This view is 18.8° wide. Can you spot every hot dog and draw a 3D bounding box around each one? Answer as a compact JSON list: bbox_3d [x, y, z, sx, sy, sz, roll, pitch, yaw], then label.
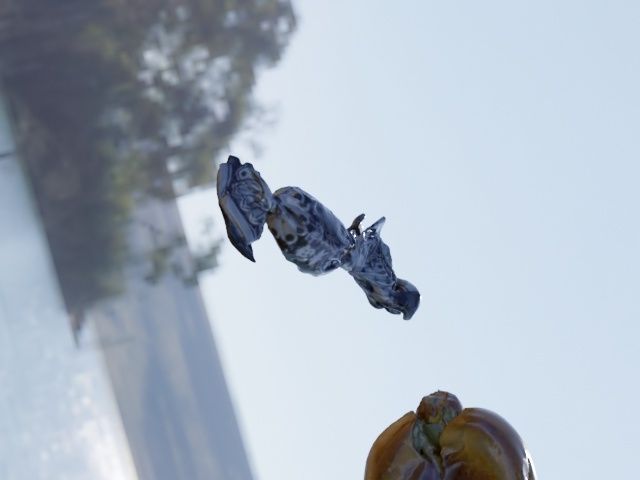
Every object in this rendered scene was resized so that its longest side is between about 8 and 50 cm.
[{"bbox_3d":[0.080,0.190,1.061,0.068,0.100,0.249,-85,167,-59],"label":"hot dog"}]

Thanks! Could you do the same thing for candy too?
[{"bbox_3d":[0.000,0.000,1.469,0.226,0.051,0.094,27,35,-46],"label":"candy"}]
